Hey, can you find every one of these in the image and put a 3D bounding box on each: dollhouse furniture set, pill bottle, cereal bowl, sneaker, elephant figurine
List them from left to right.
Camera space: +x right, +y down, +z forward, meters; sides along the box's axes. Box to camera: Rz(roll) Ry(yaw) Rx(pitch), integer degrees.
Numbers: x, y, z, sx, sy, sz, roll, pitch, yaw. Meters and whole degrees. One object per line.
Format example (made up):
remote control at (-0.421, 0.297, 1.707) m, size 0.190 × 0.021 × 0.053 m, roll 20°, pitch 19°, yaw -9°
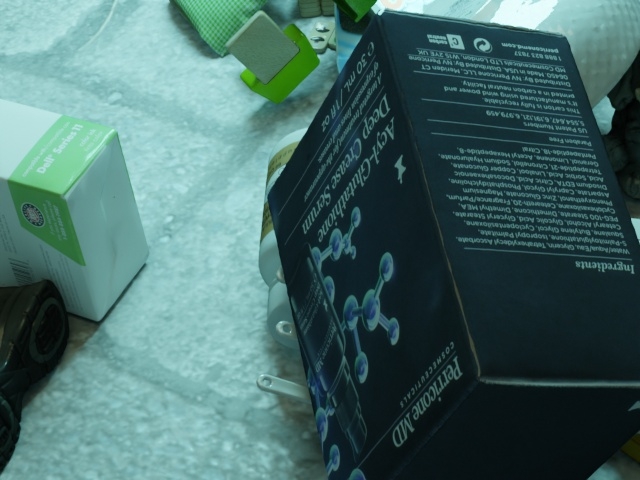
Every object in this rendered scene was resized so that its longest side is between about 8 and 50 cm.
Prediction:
sneaker at (-0.370, 0.154, 1.680) m, size 0.130 × 0.109 × 0.286 m, roll 1°, pitch 38°, yaw 22°
dollhouse furniture set at (-0.102, -0.343, 2.039) m, size 0.197 × 0.151 × 0.301 m, roll -45°, pitch 48°, yaw 5°
pill bottle at (0.000, 0.000, 1.745) m, size 0.131 × 0.131 × 0.229 m, roll -1°, pitch 52°, yaw 6°
cereal bowl at (0.186, -0.203, 1.799) m, size 0.339 × 0.141 × 0.339 m, roll -37°, pitch 19°, yaw 15°
elephant figurine at (0.391, -0.173, 1.794) m, size 0.169 × 0.239 × 0.186 m, roll -23°, pitch 47°, yaw -15°

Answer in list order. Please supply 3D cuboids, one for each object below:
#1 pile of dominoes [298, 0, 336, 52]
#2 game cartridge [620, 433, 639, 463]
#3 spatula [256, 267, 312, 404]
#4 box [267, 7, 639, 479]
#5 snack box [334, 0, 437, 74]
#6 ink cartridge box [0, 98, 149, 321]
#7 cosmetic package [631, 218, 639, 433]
pile of dominoes at (0.095, -0.332, 2.136) m, size 0.251 × 0.040 × 0.196 m, roll -5°, pitch 44°, yaw 3°
game cartridge at (0.393, 0.117, 1.637) m, size 0.285 × 0.052 × 0.324 m, roll -36°, pitch 53°, yaw -26°
spatula at (0.059, 0.122, 1.614) m, size 0.242 × 0.019 × 0.168 m, roll 18°, pitch 61°, yaw -13°
box at (0.125, 0.037, 1.492) m, size 0.212 × 0.293 × 0.395 m, roll 3°, pitch 54°, yaw -25°
snack box at (0.178, -0.302, 2.040) m, size 0.322 × 0.060 × 0.187 m, roll -6°, pitch 58°, yaw 6°
ink cartridge box at (-0.384, -0.058, 1.803) m, size 0.354 × 0.207 × 0.119 m, roll 16°, pitch 51°, yaw 21°
cosmetic package at (0.365, 0.088, 1.530) m, size 0.184 × 0.151 × 0.151 m, roll 6°, pitch 44°, yaw 14°
